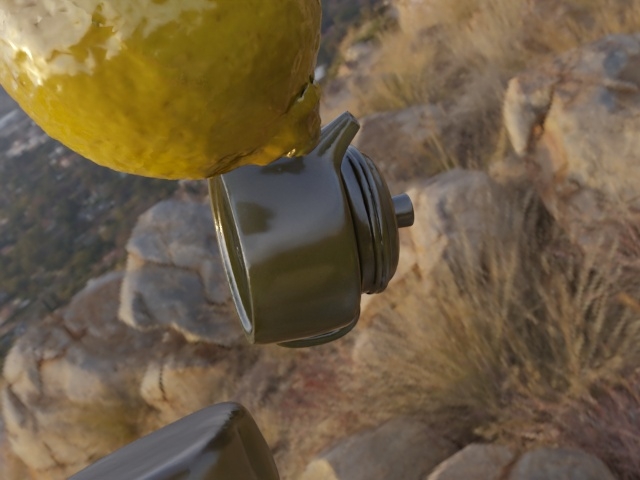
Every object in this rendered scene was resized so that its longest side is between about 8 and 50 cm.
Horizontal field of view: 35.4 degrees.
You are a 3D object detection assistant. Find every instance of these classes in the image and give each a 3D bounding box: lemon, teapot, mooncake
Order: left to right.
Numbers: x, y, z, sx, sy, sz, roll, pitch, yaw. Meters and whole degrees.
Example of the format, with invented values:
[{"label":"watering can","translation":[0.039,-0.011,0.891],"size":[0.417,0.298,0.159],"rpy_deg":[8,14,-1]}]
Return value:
[{"label":"mooncake","translation":[-0.143,0.231,0.814],"size":[0.235,0.117,0.235],"rpy_deg":[-28,5,2]},{"label":"lemon","translation":[-0.101,-0.136,0.583],"size":[0.188,0.257,0.188],"rpy_deg":[-43,11,11]},{"label":"teapot","translation":[0.000,0.000,0.916],"size":[0.175,0.267,0.185],"rpy_deg":[-11,43,-10]}]
